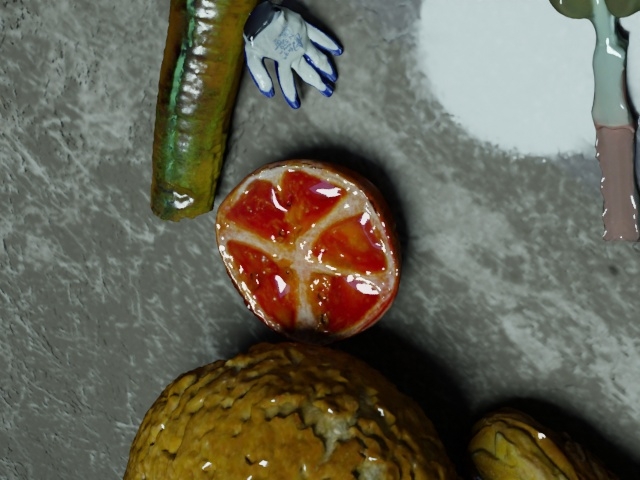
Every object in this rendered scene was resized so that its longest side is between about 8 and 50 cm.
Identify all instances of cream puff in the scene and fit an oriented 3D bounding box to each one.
[{"bbox_3d":[-0.005,0.201,0.632,0.303,0.212,0.303,37,157,18],"label":"cream puff"}]

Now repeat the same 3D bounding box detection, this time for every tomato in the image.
[{"bbox_3d":[0.000,0.000,0.640,0.155,0.069,0.155,11,117,21],"label":"tomato"}]

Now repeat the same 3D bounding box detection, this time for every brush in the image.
[{"bbox_3d":[0.186,-0.131,0.520,0.084,0.071,0.301,6,124,38],"label":"brush"}]

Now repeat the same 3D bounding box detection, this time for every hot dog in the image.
[{"bbox_3d":[0.206,0.226,0.630,0.227,0.099,0.160,29,150,7],"label":"hot dog"}]

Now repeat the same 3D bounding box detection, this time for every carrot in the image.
[{"bbox_3d":[-0.087,-0.132,0.623,0.070,0.070,0.260,22,120,12],"label":"carrot"}]

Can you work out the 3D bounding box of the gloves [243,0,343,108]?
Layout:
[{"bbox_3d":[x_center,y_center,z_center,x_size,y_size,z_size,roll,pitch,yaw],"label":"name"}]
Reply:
[{"bbox_3d":[-0.023,-0.133,0.599,0.086,0.026,0.064,30,106,-36],"label":"gloves"}]
